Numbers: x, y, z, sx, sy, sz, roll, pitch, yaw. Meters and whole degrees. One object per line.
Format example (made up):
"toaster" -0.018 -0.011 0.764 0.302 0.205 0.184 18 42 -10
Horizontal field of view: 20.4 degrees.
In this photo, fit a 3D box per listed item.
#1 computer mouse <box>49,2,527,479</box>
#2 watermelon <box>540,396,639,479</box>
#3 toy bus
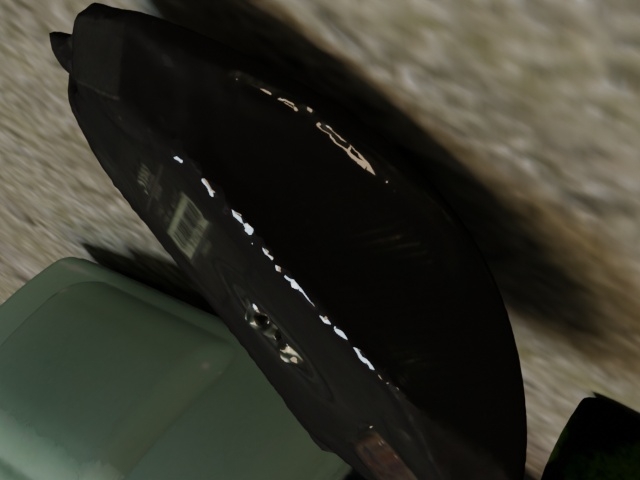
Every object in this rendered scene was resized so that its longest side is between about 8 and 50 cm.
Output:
"computer mouse" 0.000 0.000 0.457 0.172 0.057 0.099 49 166 2
"watermelon" 0.097 0.120 0.526 0.125 0.135 0.094 35 -160 -2
"toy bus" -0.041 0.107 0.691 0.271 0.133 0.165 19 151 53
